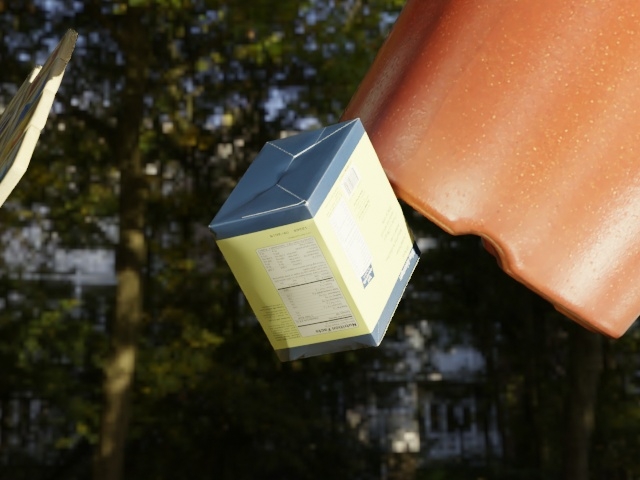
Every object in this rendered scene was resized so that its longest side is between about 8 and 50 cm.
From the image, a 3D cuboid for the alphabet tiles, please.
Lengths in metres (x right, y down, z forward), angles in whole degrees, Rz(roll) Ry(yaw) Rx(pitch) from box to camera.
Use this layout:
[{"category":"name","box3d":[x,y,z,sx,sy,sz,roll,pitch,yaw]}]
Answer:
[{"category":"alphabet tiles","box3d":[-0.249,0.011,0.853,0.011,0.342,0.285,33,-69,-17]}]

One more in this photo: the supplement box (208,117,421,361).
[{"category":"supplement box","box3d":[0.000,0.000,0.656,0.056,0.083,0.083,-12,28,29]}]

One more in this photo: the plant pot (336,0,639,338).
[{"category":"plant pot","box3d":[0.159,-0.106,0.749,0.272,0.265,0.272,34,5,-3]}]
